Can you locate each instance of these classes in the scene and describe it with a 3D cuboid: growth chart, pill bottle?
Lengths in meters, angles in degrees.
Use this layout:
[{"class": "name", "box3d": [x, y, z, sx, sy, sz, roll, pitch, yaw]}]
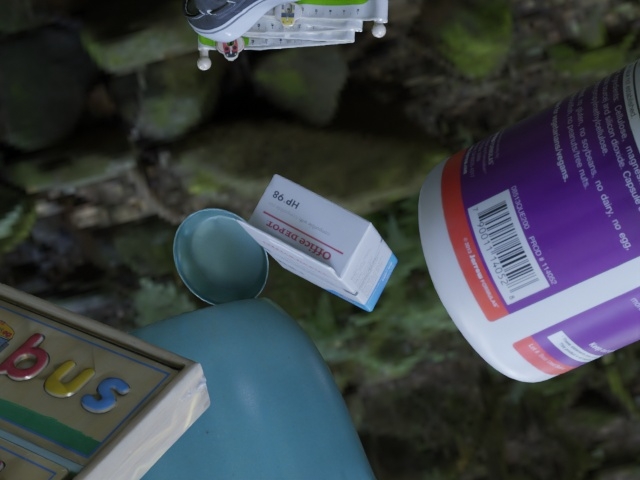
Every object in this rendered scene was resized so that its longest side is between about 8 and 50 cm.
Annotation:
[{"class": "growth chart", "box3d": [-0.032, -0.291, 1.874, 0.237, 0.172, 0.021, -8, 167, 3]}, {"class": "pill bottle", "box3d": [0.242, -0.036, 1.158, 0.323, 0.182, 0.181, -27, 171, 25]}]

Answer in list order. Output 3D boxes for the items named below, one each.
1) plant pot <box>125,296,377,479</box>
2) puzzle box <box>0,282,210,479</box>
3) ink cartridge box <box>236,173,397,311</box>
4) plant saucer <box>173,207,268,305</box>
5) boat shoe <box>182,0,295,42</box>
[{"class": "plant pot", "box3d": [-0.107, 0.196, 1.733, 0.293, 0.235, 0.293, -16, 171, -3]}, {"class": "puzzle box", "box3d": [-0.328, 0.134, 1.331, 0.408, 0.052, 0.272, 18, -135, 30]}, {"class": "ink cartridge box", "box3d": [0.000, 0.000, 1.488, 0.104, 0.060, 0.180, 28, 173, 17]}, {"class": "plant saucer", "box3d": [-0.109, 0.017, 1.851, 0.119, 0.119, 0.021, -18, -168, 29]}, {"class": "boat shoe", "box3d": [-0.072, -0.216, 1.324, 0.076, 0.080, 0.228, 17, 172, -25]}]
